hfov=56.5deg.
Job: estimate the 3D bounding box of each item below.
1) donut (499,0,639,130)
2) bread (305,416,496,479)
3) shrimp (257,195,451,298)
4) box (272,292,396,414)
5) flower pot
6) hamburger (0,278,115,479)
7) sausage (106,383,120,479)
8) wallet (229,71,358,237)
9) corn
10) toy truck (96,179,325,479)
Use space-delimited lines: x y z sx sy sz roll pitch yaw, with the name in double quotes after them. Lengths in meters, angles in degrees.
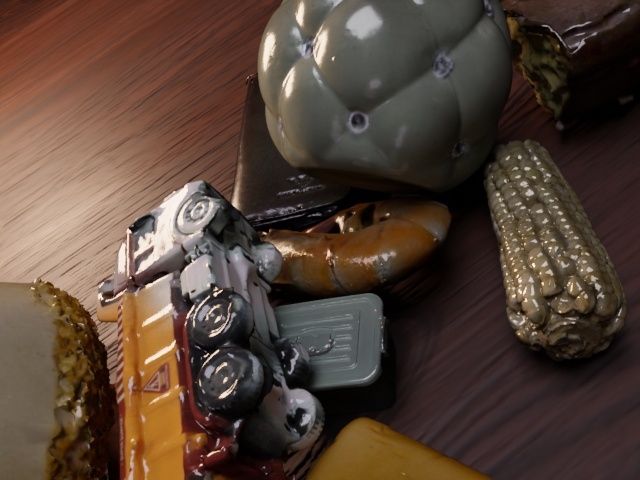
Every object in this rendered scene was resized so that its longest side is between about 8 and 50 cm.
0.261 -0.281 0.675 0.259 0.136 0.345 -35 44 -8 "donut"
0.073 0.202 0.376 0.200 0.077 0.116 18 53 38 "bread"
0.000 0.000 0.595 0.287 0.063 0.152 -3 33 41 "shrimp"
0.007 0.101 0.504 0.122 0.069 0.084 -10 48 21 "box"
0.060 -0.150 0.570 0.245 0.246 0.196 8 88 34 "flower pot"
-0.272 0.170 0.478 0.294 0.179 0.276 -56 40 16 "hamburger"
-0.177 0.199 0.529 0.047 0.041 0.177 4 35 -29 "sausage"
-0.034 -0.135 0.763 0.172 0.045 0.318 -15 46 18 "wallet"
0.186 0.003 0.496 0.086 0.087 0.211 -14 39 16 "corn"
-0.089 0.083 0.450 0.135 0.114 0.271 -30 46 12 "toy truck"
